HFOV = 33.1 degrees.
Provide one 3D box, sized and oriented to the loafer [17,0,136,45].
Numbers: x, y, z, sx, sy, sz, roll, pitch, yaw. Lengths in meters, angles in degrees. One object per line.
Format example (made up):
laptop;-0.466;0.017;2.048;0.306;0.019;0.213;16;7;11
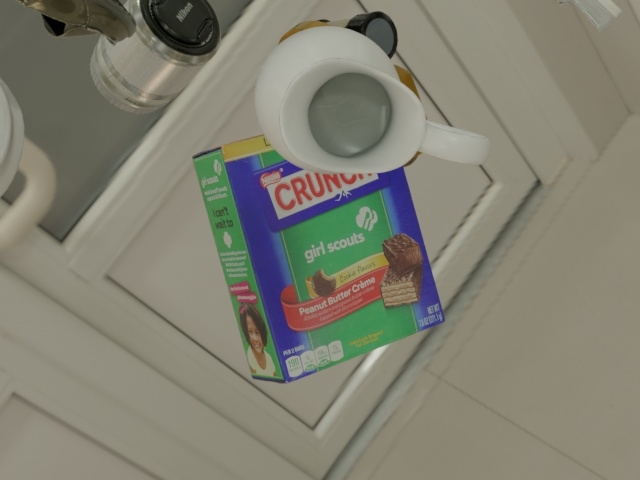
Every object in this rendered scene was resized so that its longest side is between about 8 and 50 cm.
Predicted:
loafer;-0.313;-0.298;1.340;0.087;0.251;0.094;-42;73;5

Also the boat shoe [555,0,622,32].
boat shoe;0.440;-0.437;1.890;0.063;0.184;0.066;-50;5;20

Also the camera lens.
camera lens;-0.371;-0.437;2.422;0.274;0.219;0.219;-36;39;45

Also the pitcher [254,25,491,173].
pitcher;0.037;-0.106;0.903;0.207;0.177;0.125;-126;53;-73

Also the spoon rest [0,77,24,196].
spoon rest;-0.322;-0.158;0.958;0.084;0.137;0.276;-16;75;-1

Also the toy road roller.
toy road roller;0.030;-0.249;1.986;0.202;0.330;0.240;5;39;48

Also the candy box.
candy box;0.000;0.000;1.461;0.268;0.317;0.122;-18;3;-29
